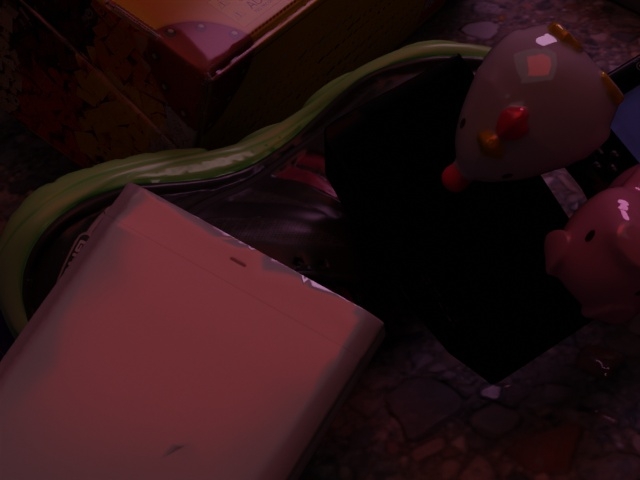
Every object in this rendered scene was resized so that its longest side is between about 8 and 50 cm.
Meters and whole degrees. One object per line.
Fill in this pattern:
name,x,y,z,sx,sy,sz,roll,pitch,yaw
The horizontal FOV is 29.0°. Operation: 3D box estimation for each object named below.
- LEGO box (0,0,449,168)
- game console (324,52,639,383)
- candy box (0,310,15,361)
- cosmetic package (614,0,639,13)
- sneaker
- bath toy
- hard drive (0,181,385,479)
LEGO box,-0.107,-0.297,1.175,0.372,0.193,0.500,35,51,15
game console,0.190,-0.067,0.899,0.361,0.044,0.213,-31,83,-19
candy box,-0.385,0.055,0.812,0.122,0.317,0.268,-13,34,33
cosmetic package,0.366,-0.286,1.227,0.107,0.127,0.238,-31,47,-23
sneaker,0.000,0.000,0.959,0.482,0.185,0.202,-24,62,-13
bath toy,0.210,0.016,0.795,0.129,0.151,0.348,-42,83,9
hard drive,-0.124,0.134,0.777,0.203,0.040,0.307,28,73,16
